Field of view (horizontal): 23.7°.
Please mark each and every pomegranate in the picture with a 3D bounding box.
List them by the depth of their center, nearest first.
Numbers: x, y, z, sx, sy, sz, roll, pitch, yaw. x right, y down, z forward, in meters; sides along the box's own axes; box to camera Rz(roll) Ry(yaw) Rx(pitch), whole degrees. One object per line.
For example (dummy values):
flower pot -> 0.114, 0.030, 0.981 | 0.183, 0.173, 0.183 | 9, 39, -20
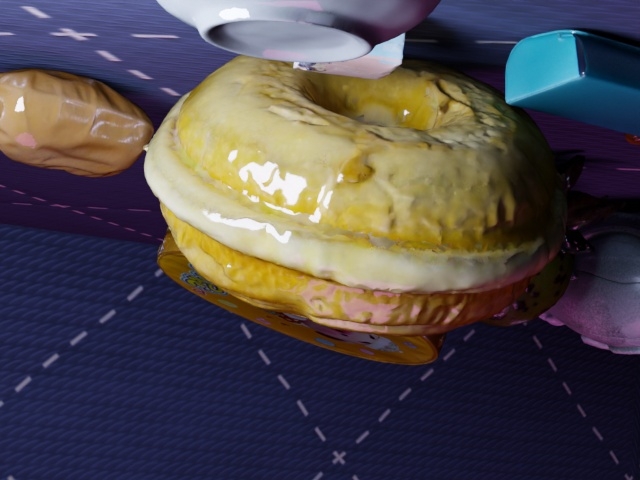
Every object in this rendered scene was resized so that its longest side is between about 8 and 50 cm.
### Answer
pomegranate -> 0.252, 0.016, 2.346 | 0.285, 0.231, 0.231 | 8, 173, -28

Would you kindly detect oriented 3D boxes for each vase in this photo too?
vase -> 0.457, 0.062, 2.605 | 0.250, 0.250, 0.445 | 10, 178, -35

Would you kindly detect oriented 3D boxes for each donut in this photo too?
donut -> 0.036, -0.059, 1.497 | 0.448, 0.198, 0.449 | 10, -157, -4

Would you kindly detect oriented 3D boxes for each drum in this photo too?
drum -> 0.000, 0.000, 2.073 | 0.431, 0.214, 0.431 | 19, 167, 4

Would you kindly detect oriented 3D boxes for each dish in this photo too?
dish -> -0.021, -0.203, 1.130 | 0.256, 0.117, 0.256 | 5, 173, 1

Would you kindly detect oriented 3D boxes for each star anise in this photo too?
star anise -> 0.291, -0.029, 2.141 | 0.271, 0.103, 0.272 | 8, 140, 7

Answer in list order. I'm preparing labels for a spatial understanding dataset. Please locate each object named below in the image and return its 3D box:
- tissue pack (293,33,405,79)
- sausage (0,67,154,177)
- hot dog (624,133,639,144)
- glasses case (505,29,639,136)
tissue pack -> 0.029, -0.191, 1.452 | 0.094, 0.059, 0.074 | 7, 172, -14
sausage -> -0.311, -0.144, 1.858 | 0.136, 0.120, 0.241 | 15, -178, 41
hot dog -> 0.411, -0.136, 1.756 | 0.133, 0.041, 0.056 | -4, 172, 12
glasses case -> 0.338, -0.153, 1.547 | 0.301, 0.070, 0.117 | 12, 165, -34
